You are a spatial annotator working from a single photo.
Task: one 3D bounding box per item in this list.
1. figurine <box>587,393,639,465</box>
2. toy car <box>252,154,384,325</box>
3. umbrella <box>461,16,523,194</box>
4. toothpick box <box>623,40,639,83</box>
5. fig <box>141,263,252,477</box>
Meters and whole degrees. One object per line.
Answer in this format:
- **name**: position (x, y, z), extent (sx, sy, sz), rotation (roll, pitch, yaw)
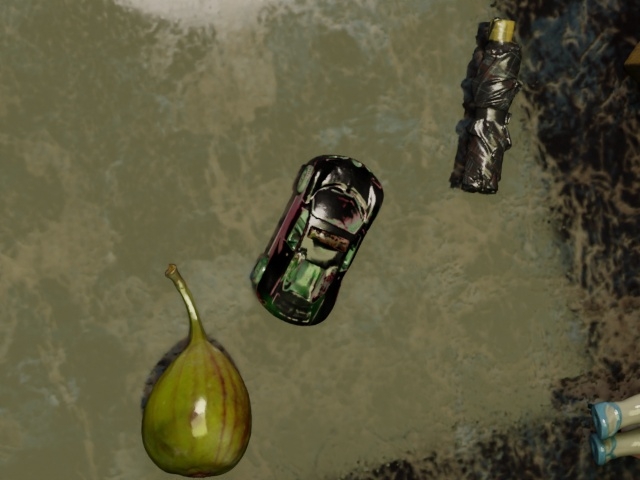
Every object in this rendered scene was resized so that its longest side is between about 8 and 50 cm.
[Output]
- **figurine**: position (0.345, 0.118, 1.187), extent (0.260, 0.103, 0.205), rotation (-9, 120, -3)
- **toy car**: position (0.000, 0.000, 1.166), extent (0.069, 0.055, 0.142), rotation (25, 92, -12)
- **umbrella**: position (0.141, -0.108, 1.184), extent (0.040, 0.037, 0.144), rotation (5, 95, -36)
- **toothpick box**: position (0.402, -0.215, 1.145), extent (0.190, 0.187, 0.308), rotation (39, 92, -9)
- **fig**: position (-0.095, 0.106, 1.144), extent (0.093, 0.093, 0.166), rotation (3, 93, -8)
